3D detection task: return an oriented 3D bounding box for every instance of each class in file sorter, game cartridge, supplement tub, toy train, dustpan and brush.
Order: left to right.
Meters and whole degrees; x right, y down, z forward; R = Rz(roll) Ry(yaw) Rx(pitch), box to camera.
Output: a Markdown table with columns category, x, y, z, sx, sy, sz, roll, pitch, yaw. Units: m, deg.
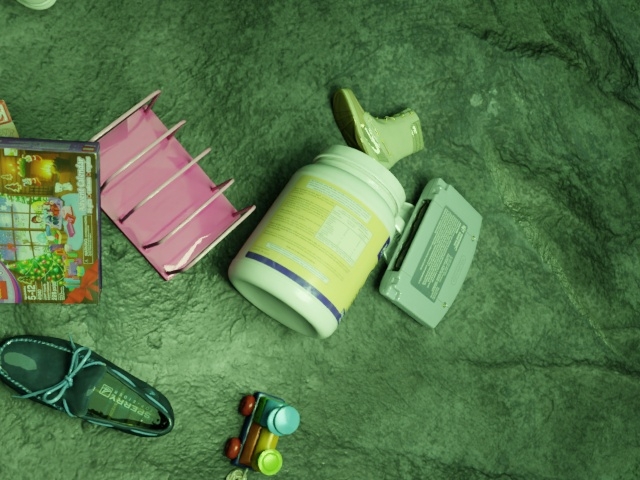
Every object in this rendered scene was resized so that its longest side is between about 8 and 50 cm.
| category | x | y | z | sx | sy | sz | roll | pitch | yaw |
| --- | --- | --- | --- | --- | --- | --- | --- | --- | --- |
| file sorter | -0.291 | -0.101 | 1.313 | 0.202 | 0.182 | 0.290 | -44 | 102 | -21 |
| toy train | -0.118 | 0.424 | 1.357 | 0.105 | 0.143 | 0.248 | 24 | 76 | -19 |
| supplement tub | 0.000 | 0.000 | 1.398 | 0.241 | 0.241 | 0.331 | 39 | 72 | -15 |
| dustpan and brush | 0.161 | -0.050 | 1.570 | 0.147 | 0.060 | 0.211 | -43 | 102 | -21 |
| game cartridge | 0.257 | 0.035 | 1.580 | 0.198 | 0.062 | 0.297 | 40 | 70 | -39 |

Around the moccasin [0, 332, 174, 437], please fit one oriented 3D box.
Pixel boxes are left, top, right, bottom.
| category | x | y | z | sx | sy | sz | roll | pitch | yaw |
| --- | --- | --- | --- | --- | --- | --- | --- | --- | --- |
| moccasin | -0.410 | 0.254 | 1.261 | 0.342 | 0.117 | 0.137 | 24 | 76 | -20 |

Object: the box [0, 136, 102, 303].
| category | x | y | z | sx | sy | sz | roll | pitch | yaw |
| --- | --- | --- | --- | --- | --- | --- | --- | --- | --- |
| box | -0.478 | -0.028 | 1.193 | 0.201 | 0.057 | 0.293 | 2 | 118 | -11 |

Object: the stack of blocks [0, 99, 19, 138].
| category | x | y | z | sx | sy | sz | roll | pitch | yaw |
| --- | --- | --- | --- | --- | --- | --- | --- | --- | --- |
| stack of blocks | -0.659 | -0.110 | 1.205 | 0.297 | 0.087 | 0.171 | -24 | 94 | -24 |

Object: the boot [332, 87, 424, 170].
| category | x | y | z | sx | sy | sz | roll | pitch | yaw |
| --- | --- | --- | --- | --- | --- | --- | --- | --- | --- |
| boot | 0.132 | -0.265 | 1.572 | 0.165 | 0.077 | 0.213 | -32 | 103 | -22 |

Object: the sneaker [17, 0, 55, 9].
| category | x | y | z | sx | sy | sz | roll | pitch | yaw |
| --- | --- | --- | --- | --- | --- | --- | --- | --- | --- |
| sneaker | -0.599 | -0.538 | 1.235 | 0.305 | 0.152 | 0.114 | 36 | 90 | -16 |
